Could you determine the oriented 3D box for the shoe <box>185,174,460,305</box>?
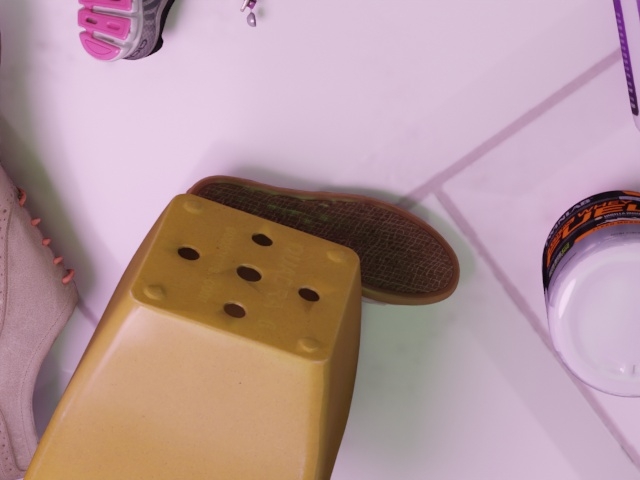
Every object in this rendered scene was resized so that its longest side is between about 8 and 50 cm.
[{"bbox_3d":[0.000,0.000,1.398,0.219,0.058,0.076,17,75,-4],"label":"shoe"}]

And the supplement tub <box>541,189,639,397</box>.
[{"bbox_3d":[0.218,0.031,1.310,0.117,0.190,0.117,1,104,4],"label":"supplement tub"}]

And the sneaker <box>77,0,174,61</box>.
[{"bbox_3d":[-0.140,-0.210,1.351,0.063,0.075,0.170,-2,82,23],"label":"sneaker"}]

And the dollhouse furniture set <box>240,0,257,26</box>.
[{"bbox_3d":[-0.056,-0.192,1.319,0.091,0.114,0.081,27,110,-5],"label":"dollhouse furniture set"}]

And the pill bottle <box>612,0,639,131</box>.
[{"bbox_3d":[0.271,-0.133,1.306,0.108,0.108,0.193,-10,104,8],"label":"pill bottle"}]

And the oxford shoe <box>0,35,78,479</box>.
[{"bbox_3d":[-0.260,0.001,1.395,0.146,0.140,0.397,1,109,-17],"label":"oxford shoe"}]

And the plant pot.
[{"bbox_3d":[-0.075,0.093,1.317,0.212,0.212,0.187,18,124,0],"label":"plant pot"}]
